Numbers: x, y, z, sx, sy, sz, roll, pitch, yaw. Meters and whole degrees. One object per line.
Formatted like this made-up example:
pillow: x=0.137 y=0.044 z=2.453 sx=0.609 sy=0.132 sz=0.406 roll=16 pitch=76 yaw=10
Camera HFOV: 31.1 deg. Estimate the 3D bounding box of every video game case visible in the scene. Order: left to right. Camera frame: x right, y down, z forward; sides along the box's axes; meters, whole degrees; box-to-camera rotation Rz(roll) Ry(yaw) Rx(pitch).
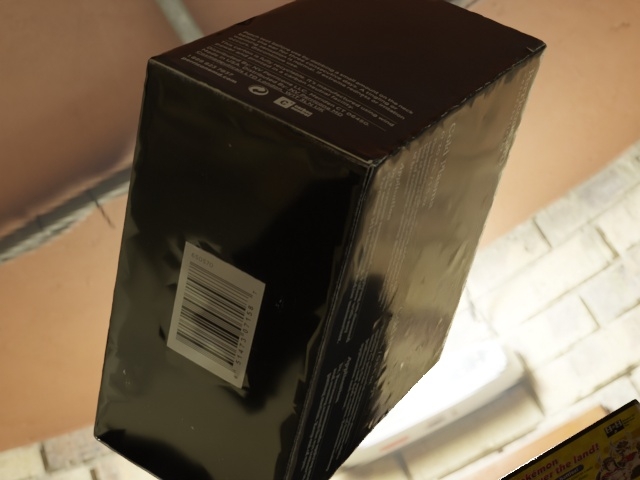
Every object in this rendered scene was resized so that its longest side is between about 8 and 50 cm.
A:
video game case: x=0.271 y=0.333 z=1.227 sx=0.275 sy=0.248 sz=0.035 roll=-36 pitch=-54 yaw=17

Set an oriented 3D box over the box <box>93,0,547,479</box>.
box: x=0.000 y=0.000 z=0.920 sx=0.312 sy=0.179 sz=0.343 roll=-35 pitch=-34 yaw=-52
